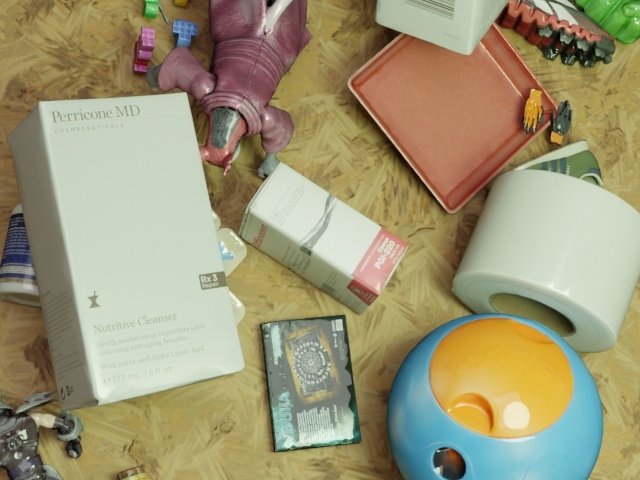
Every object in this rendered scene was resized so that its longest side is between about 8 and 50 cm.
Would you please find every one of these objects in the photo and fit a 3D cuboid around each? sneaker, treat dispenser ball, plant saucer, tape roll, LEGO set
[{"bbox_3d":[0.349,-0.373,1.902,0.276,0.097,0.135,24,74,-1],"label":"sneaker"},{"bbox_3d":[0.351,-0.084,1.835,0.192,0.064,0.086,-23,76,-21],"label":"sneaker"},{"bbox_3d":[0.231,0.241,1.611,0.288,0.288,0.288,2,74,-9],"label":"treat dispenser ball"},{"bbox_3d":[0.200,-0.214,1.836,0.259,0.047,0.258,-42,99,-18],"label":"plant saucer"},{"bbox_3d":[0.329,0.033,1.710,0.246,0.246,0.169,24,72,-2],"label":"tape roll"},{"bbox_3d":[-0.222,-0.368,1.801,0.087,0.093,0.227,6,76,-19],"label":"LEGO set"}]

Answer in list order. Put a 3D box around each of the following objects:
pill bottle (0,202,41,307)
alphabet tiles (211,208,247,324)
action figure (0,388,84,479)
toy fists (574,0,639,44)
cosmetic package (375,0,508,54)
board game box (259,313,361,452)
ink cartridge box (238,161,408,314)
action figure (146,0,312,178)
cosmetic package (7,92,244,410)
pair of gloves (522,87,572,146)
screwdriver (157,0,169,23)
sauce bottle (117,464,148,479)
[{"bbox_3d":[-0.391,0.002,1.678,0.094,0.094,0.169,9,74,-7],"label":"pill bottle"},{"bbox_3d":[-0.237,0.045,1.683,0.284,0.021,0.278,48,62,-11],"label":"alphabet tiles"},{"bbox_3d":[-0.381,0.322,1.594,0.185,0.099,0.285,-31,77,-9],"label":"action figure"},{"bbox_3d":[0.546,-0.368,1.935,0.279,0.096,0.142,24,73,-3],"label":"toy fists"},{"bbox_3d":[0.254,-0.511,1.782,0.161,0.230,0.453,23,53,18],"label":"cosmetic package"},{"bbox_3d":[-0.015,0.203,1.719,0.126,0.026,0.186,-4,75,-10],"label":"board game box"},{"bbox_3d":[0.000,0.000,1.709,0.217,0.158,0.092,31,74,0],"label":"ink cartridge box"},{"bbox_3d":[-0.090,-0.245,1.703,0.248,0.275,0.370,25,54,-21],"label":"action figure"},{"bbox_3d":[-0.257,0.012,1.576,0.217,0.156,0.385,-10,84,-31],"label":"cosmetic package"},{"bbox_3d":[0.350,-0.191,1.856,0.083,0.010,0.074,19,80,-18],"label":"pair of gloves"},{"bbox_3d":[-0.268,-0.409,1.856,0.025,0.024,0.170,-27,86,-44],"label":"screwdriver"},{"bbox_3d":[-0.239,0.371,1.628,0.042,0.042,0.128,-18,79,-14],"label":"sauce bottle"}]
